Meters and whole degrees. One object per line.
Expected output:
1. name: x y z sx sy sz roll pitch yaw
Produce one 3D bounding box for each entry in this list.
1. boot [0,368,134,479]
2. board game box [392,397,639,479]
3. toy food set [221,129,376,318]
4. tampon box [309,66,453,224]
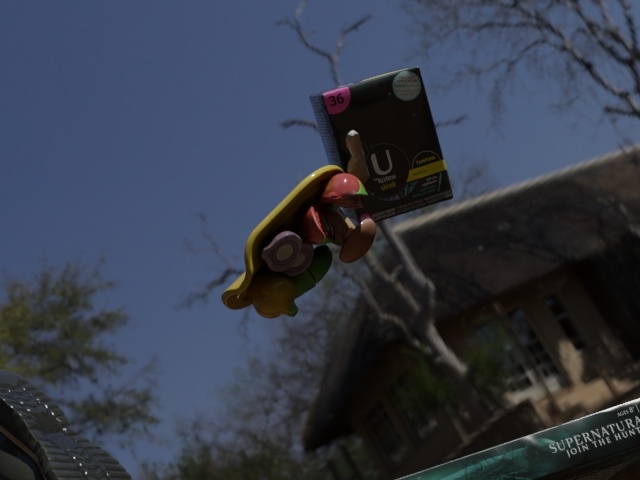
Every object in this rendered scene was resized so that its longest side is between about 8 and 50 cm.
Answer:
1. boot: -0.221 0.210 0.864 0.077 0.198 0.137 19 -73 -53
2. board game box: 0.087 0.141 0.634 0.186 0.026 0.126 -15 -23 -12
3. toy food set: 0.000 0.000 1.114 0.218 0.071 0.128 -47 -20 -18
4. tampon box: 0.071 -0.113 1.349 0.120 0.161 0.101 -18 9 -7
